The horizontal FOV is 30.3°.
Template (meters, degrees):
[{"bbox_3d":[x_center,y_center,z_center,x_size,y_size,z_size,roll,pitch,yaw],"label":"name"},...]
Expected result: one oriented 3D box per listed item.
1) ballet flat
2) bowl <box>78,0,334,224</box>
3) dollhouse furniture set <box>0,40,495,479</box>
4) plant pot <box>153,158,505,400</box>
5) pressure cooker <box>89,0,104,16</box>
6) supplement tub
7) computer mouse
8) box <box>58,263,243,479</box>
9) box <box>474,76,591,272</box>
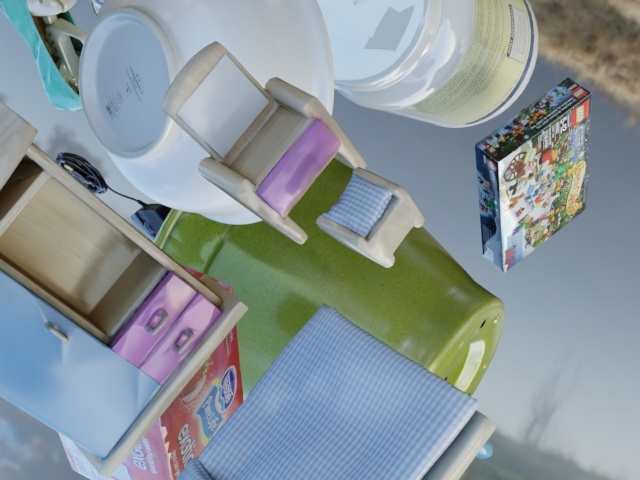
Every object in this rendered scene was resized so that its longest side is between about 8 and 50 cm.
[{"bbox_3d":[-0.314,-0.259,1.392,0.087,0.083,0.247,3,134,25],"label":"ballet flat"},{"bbox_3d":[-0.138,-0.154,1.140,0.298,0.298,0.134,19,-160,40],"label":"bowl"},{"bbox_3d":[-0.052,0.044,0.594,0.303,0.286,0.198,33,171,48],"label":"dollhouse furniture set"},{"bbox_3d":[0.023,0.088,1.462,0.353,0.366,0.366,32,168,24],"label":"plant pot"},{"bbox_3d":[-0.200,-0.487,1.810,0.370,0.375,0.420,46,155,50],"label":"pressure cooker"},{"bbox_3d":[0.132,-0.283,1.592,0.235,0.235,0.325,22,-170,30],"label":"supplement tub"},{"bbox_3d":[-0.236,-0.038,1.481,0.242,0.041,0.071,32,155,-33],"label":"computer mouse"},{"bbox_3d":[-0.151,0.126,1.024,0.128,0.123,0.257,23,148,16],"label":"box"},{"bbox_3d":[0.277,-0.080,1.529,0.044,0.159,0.233,44,161,33],"label":"box"}]
